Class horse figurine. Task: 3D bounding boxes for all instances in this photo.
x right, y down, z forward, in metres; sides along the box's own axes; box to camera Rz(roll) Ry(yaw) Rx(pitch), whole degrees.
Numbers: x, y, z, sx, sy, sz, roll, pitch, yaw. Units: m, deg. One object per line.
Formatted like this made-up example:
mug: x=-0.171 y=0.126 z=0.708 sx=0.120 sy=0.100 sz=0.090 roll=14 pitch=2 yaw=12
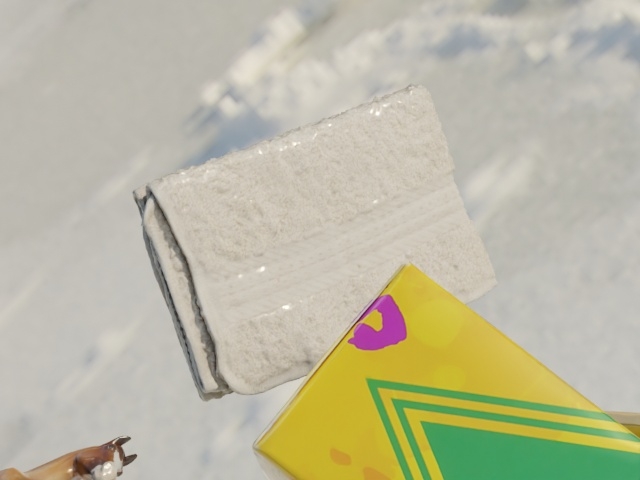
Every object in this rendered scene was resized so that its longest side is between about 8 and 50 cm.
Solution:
horse figurine: x=-0.252 y=0.216 z=1.313 sx=0.263 sy=0.066 sz=0.174 roll=-37 pitch=7 yaw=12

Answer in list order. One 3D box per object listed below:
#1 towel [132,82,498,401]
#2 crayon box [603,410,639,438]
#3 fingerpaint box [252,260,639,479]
towel: x=0.000 y=0.000 z=1.573 sx=0.282 sy=0.187 sz=0.049 roll=-23 pitch=7 yaw=-27
crayon box: x=0.172 y=0.244 z=1.706 sx=0.319 sy=0.202 sz=0.081 roll=1 pitch=4 yaw=6
fingerpaint box: x=0.149 y=0.233 z=1.384 sx=0.163 sy=0.371 sz=0.445 roll=-50 pitch=-10 yaw=-10
